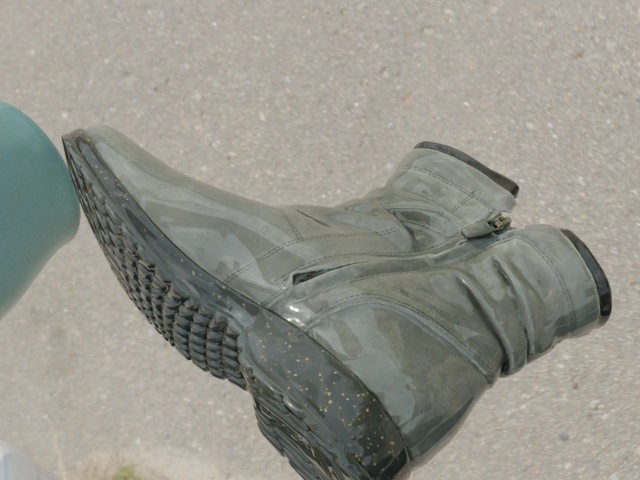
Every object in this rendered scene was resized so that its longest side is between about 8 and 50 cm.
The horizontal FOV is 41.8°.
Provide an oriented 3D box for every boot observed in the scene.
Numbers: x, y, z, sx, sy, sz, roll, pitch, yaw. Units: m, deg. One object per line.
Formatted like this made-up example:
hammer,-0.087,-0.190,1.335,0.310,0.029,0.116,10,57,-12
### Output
boot,0.000,0.000,0.406,0.161,0.083,0.246,-36,61,-25

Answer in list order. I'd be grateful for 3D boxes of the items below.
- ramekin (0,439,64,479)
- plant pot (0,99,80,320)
ramekin,-0.236,0.293,0.595,0.273,0.127,0.272,-40,31,31
plant pot,-0.400,-0.016,0.853,0.272,0.255,0.271,23,133,27
